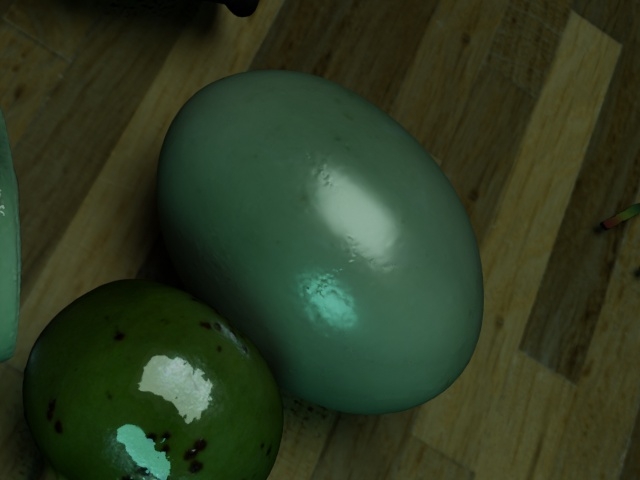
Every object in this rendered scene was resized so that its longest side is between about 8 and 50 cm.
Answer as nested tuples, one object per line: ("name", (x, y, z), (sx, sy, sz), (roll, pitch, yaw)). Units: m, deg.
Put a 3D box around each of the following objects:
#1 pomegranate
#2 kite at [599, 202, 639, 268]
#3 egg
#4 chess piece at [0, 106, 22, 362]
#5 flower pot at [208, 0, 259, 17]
("pomegranate", (-0.133, 0.135, 1.032), (0.181, 0.181, 0.224), (45, 75, -3))
("kite", (0.374, -0.021, 1.478), (0.285, 0.015, 0.152), (-23, 76, -38))
("egg", (0.000, 0.000, 1.138), (0.203, 0.203, 0.282), (-36, 83, -37))
("chess piece", (-0.348, -0.001, 0.972), (0.299, 0.194, 0.194), (-4, 68, -21))
("flower pot", (-0.144, -0.278, 1.210), (0.148, 0.235, 0.235), (-13, 72, -14))
